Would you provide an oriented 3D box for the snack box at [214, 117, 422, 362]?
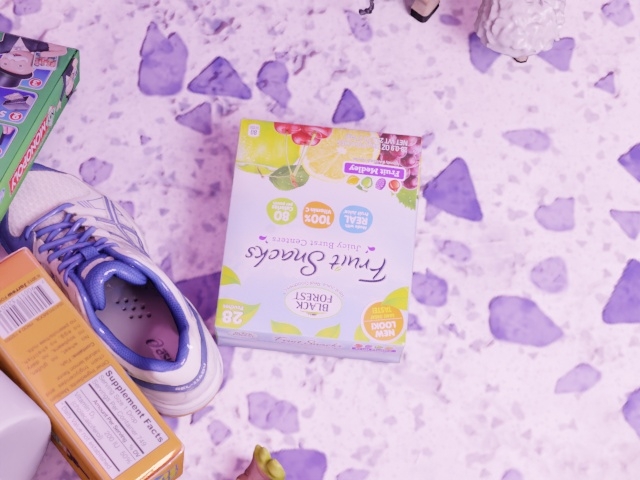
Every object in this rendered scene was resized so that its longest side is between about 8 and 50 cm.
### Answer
[{"bbox_3d":[0.000,0.000,1.359,0.174,0.070,0.207,5,72,0],"label":"snack box"}]

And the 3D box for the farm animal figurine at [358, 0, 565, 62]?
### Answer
[{"bbox_3d":[0.125,-0.370,1.439,0.330,0.172,0.327,22,71,7],"label":"farm animal figurine"}]

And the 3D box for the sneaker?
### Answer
[{"bbox_3d":[-0.193,0.023,1.317,0.112,0.131,0.296,-43,75,-12],"label":"sneaker"}]

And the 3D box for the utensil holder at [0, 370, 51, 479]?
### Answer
[{"bbox_3d":[-0.456,0.130,1.175,0.385,0.327,0.327,38,74,10],"label":"utensil holder"}]

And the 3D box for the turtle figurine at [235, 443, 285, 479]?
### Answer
[{"bbox_3d":[-0.103,0.282,1.237,0.217,0.087,0.269,-30,41,-17],"label":"turtle figurine"}]

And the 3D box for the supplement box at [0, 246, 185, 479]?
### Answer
[{"bbox_3d":[-0.212,0.122,1.249,0.080,0.078,0.233,-33,74,-20],"label":"supplement box"}]

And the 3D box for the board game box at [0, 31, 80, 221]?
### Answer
[{"bbox_3d":[-0.411,-0.133,1.369,0.317,0.046,0.213,14,49,6],"label":"board game box"}]
